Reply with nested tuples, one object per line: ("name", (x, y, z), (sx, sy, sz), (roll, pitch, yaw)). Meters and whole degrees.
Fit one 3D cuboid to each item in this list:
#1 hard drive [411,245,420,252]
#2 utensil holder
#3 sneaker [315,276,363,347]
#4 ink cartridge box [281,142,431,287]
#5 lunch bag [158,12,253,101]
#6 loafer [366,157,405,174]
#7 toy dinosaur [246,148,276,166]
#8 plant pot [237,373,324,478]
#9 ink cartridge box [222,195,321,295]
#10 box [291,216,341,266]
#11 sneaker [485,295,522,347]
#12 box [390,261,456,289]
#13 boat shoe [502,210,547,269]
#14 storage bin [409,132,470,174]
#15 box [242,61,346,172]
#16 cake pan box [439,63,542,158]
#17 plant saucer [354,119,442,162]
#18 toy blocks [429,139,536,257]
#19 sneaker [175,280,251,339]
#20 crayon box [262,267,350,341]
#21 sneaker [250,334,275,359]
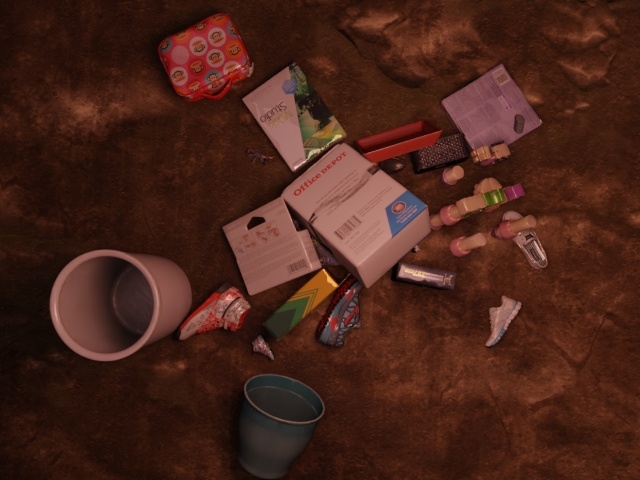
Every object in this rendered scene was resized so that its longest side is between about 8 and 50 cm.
("hard drive", (0.293, -0.021, 1.919), (0.022, 0.094, 0.135), (-30, 86, 3))
("utensil holder", (-0.618, 0.197, 1.823), (0.328, 0.385, 0.327), (0, 87, 3))
("sneaker", (0.092, 0.246, 1.934), (0.125, 0.104, 0.261), (29, 94, -13))
("ink cartridge box", (0.110, -0.090, 1.802), (0.285, 0.166, 0.395), (-40, 57, -9))
("lunch bag", (-0.393, -0.621, 1.974), (0.293, 0.120, 0.258), (-24, 87, 2))
("loafer", (0.211, -0.260, 1.951), (0.170, 0.061, 0.062), (-5, 86, 3))
("toy dinosaur", (-0.221, -0.301, 2.002), (0.090, 0.047, 0.082), (-33, 75, -31))
("plant pot", (-0.153, 0.621, 1.852), (0.272, 0.271, 0.255), (19, 104, 4))
("ink cartridge box", (-0.167, 0.020, 1.888), (0.296, 0.066, 0.261), (-23, 87, 35))
("box", (0.000, 0.000, 1.962), (0.191, 0.045, 0.184), (-4, 89, 3))
("sneaker", (0.597, 0.272, 1.908), (0.083, 0.071, 0.190), (32, 81, 11))
("box", (0.331, 0.119, 1.842), (0.183, 0.232, 0.059), (11, 86, 3))
("boat shoe", (0.701, -0.007, 1.902), (0.083, 0.076, 0.226), (-35, 86, 1))
("storage bin", (0.401, -0.291, 1.909), (0.180, 0.122, 0.084), (-16, 87, 3))
("box", (-0.091, -0.429, 1.979), (0.232, 0.058, 0.322), (-35, 87, 2))
("cake pan box", (0.578, -0.437, 1.933), (0.246, 0.070, 0.267), (-33, 86, 0))
("plant saucer", (0.254, -0.326, 1.869), (0.259, 0.258, 0.047), (-16, 109, 2))
("toy blocks", (0.486, -0.118, 1.856), (0.289, 0.260, 0.308), (-17, 84, -26))
("sneaker", (-0.365, 0.282, 1.950), (0.145, 0.090, 0.270), (44, 88, 7))
("crayon box", (-0.039, 0.190, 1.880), (0.318, 0.202, 0.081), (-42, 86, 0))
("sneaker", (-0.207, 0.386, 1.965), (0.069, 0.038, 0.098), (-34, 77, 3))
